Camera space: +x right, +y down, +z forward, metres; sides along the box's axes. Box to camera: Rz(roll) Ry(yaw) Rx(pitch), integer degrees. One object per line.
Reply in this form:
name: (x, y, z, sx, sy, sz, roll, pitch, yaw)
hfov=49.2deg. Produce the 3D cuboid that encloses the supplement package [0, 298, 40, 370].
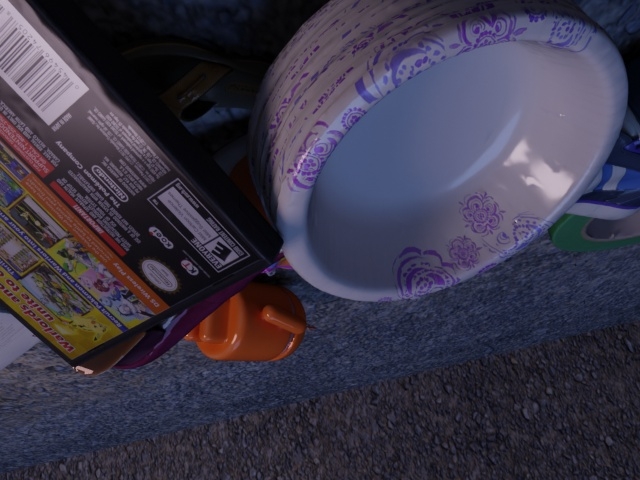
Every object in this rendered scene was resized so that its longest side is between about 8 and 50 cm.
supplement package: (-0.378, 0.035, 0.633, 0.194, 0.149, 0.203, -33, 146, 30)

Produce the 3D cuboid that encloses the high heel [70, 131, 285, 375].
high heel: (-0.104, -0.004, 0.745, 0.377, 0.127, 0.181, -36, -179, 1)

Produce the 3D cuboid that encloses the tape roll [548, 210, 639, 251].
tape roll: (0.474, -0.080, 0.987, 0.322, 0.077, 0.321, -11, 160, -4)

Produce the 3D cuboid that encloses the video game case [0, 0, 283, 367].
video game case: (-0.204, -0.042, 0.508, 0.248, 0.035, 0.275, -28, 113, 33)

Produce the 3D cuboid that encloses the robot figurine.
robot figurine: (-0.110, 0.127, 1.094, 0.220, 0.128, 0.158, 12, 131, -47)

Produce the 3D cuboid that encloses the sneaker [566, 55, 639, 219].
sneaker: (0.283, -0.130, 0.711, 0.323, 0.130, 0.236, 3, 144, -25)

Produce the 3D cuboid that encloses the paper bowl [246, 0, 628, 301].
paper bowl: (0.081, -0.091, 0.563, 0.285, 0.148, 0.284, -15, 140, -13)

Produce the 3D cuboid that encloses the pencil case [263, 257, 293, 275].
pencil case: (0.000, 0.000, 0.882, 0.237, 0.104, 0.104, 4, 153, -39)

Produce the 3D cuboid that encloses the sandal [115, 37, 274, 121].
sandal: (-0.103, -0.123, 0.575, 0.180, 0.049, 0.072, 0, 155, -31)

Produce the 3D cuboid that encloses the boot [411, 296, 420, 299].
boot: (0.162, 0.051, 1.165, 0.086, 0.069, 0.190, -28, 164, 16)
